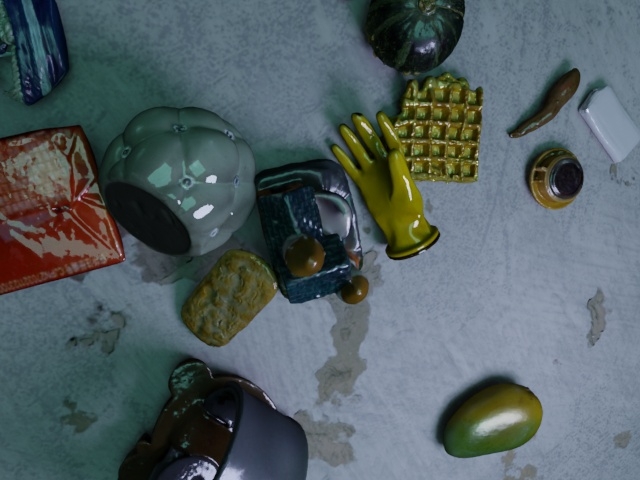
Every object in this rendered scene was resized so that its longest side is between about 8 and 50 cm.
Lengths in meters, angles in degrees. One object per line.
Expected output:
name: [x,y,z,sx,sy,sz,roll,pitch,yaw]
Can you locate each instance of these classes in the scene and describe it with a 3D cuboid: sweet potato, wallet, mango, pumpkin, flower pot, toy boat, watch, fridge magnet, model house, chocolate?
sweet potato: [0.509,-0.297,1.014,0.050,0.050,0.214,43,89,-18]
wallet: [0.691,-0.279,1.075,0.190,0.033,0.095,44,84,-18]
mango: [0.405,0.430,1.075,0.251,0.114,0.156,-18,114,0]
pumpkin: [0.176,-0.411,0.844,0.191,0.146,0.190,1,78,-4]
flower pot: [-0.223,-0.098,0.736,0.246,0.246,0.195,43,54,-18]
toy boat: [-0.537,-0.296,0.704,0.292,0.070,0.210,-32,102,-5]
watch: [-0.186,0.422,0.784,0.314,0.327,0.335,40,87,-18]
fridge magnet: [0.547,-0.142,1.040,0.143,0.063,0.143,-2,97,-14]
model house: [0.000,0.000,0.792,0.190,0.301,0.271,-13,103,-7]
chocolate: [-0.470,-0.049,0.740,0.238,0.108,0.234,-17,103,-14]

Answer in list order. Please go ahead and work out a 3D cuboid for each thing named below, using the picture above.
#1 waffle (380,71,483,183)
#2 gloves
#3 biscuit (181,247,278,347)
waffle: [0.225,-0.232,0.935,0.219,0.057,0.229,-3,99,-16]
gloves: [0.121,-0.113,0.890,0.133,0.116,0.294,-22,109,23]
biscuit: [-0.172,0.110,0.824,0.118,0.029,0.247,44,120,1]
